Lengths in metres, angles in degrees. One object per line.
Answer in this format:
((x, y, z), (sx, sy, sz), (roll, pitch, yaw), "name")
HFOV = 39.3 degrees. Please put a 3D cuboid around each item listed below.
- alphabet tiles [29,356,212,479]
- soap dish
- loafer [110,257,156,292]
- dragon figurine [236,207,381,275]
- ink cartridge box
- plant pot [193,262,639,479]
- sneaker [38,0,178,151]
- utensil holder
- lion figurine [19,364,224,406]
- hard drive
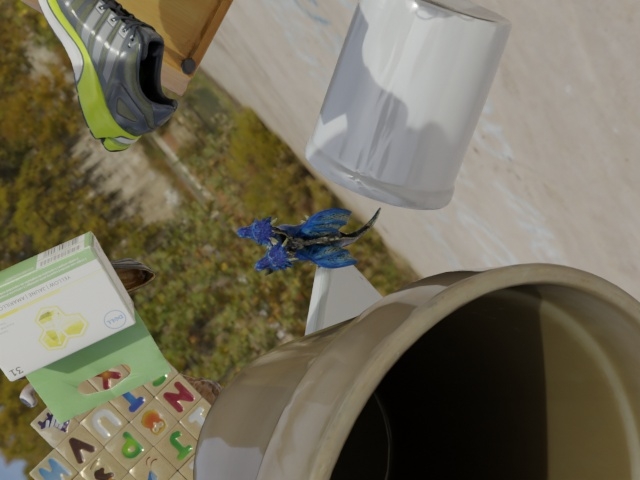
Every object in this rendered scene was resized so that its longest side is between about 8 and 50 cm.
((-0.296, 0.362, 1.484), (0.342, 0.285, 0.011), (46, 170, -2), "alphabet tiles")
((-0.271, -0.390, 1.374), (0.290, 0.229, 0.118), (29, 178, -30), "soap dish")
((-0.328, 0.062, 1.368), (0.061, 0.170, 0.062), (4, 108, 38), "loafer")
((0.000, 0.000, 1.300), (0.144, 0.289, 0.085), (-8, 89, 60), "dragon figurine")
((-0.305, 0.124, 1.106), (0.056, 0.171, 0.235), (-119, 5, -62), "ink cartridge box")
((0.053, 0.174, 0.614), (0.323, 0.323, 0.280), (52, 156, -20), "plant pot")
((-0.273, -0.275, 1.182), (0.300, 0.121, 0.111), (70, -159, -12), "sneaker")
((0.178, -0.305, 1.818), (0.327, 0.386, 0.328), (16, -158, -7), "utensil holder")
((-0.360, 0.281, 1.675), (0.392, 0.240, 0.142), (41, 150, -13), "lion figurine")
((0.054, 0.171, 1.713), (0.203, 0.040, 0.308), (47, -150, -26), "hard drive")
